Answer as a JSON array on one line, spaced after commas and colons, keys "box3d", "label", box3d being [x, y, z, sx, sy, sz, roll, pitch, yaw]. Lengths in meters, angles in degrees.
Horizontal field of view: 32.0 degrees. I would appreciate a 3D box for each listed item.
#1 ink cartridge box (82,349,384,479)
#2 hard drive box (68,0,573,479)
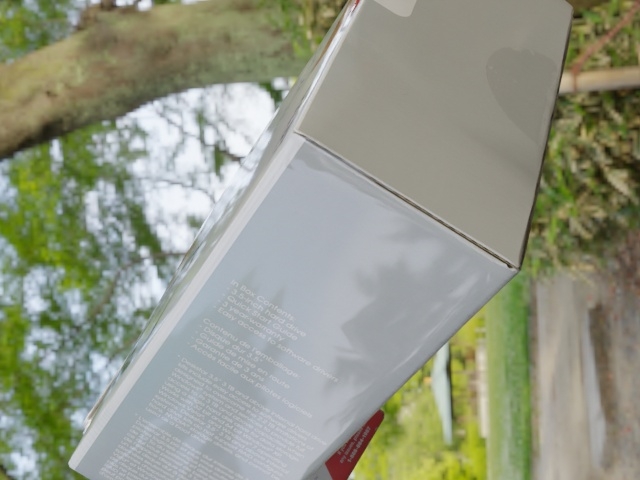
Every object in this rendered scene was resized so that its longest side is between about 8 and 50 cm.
[{"box3d": [-0.049, 0.102, 0.619, 0.099, 0.135, 0.056, -56, 2, -16], "label": "ink cartridge box"}, {"box3d": [0.000, 0.000, 0.487, 0.232, 0.089, 0.181, -52, 10, 41], "label": "hard drive box"}]
